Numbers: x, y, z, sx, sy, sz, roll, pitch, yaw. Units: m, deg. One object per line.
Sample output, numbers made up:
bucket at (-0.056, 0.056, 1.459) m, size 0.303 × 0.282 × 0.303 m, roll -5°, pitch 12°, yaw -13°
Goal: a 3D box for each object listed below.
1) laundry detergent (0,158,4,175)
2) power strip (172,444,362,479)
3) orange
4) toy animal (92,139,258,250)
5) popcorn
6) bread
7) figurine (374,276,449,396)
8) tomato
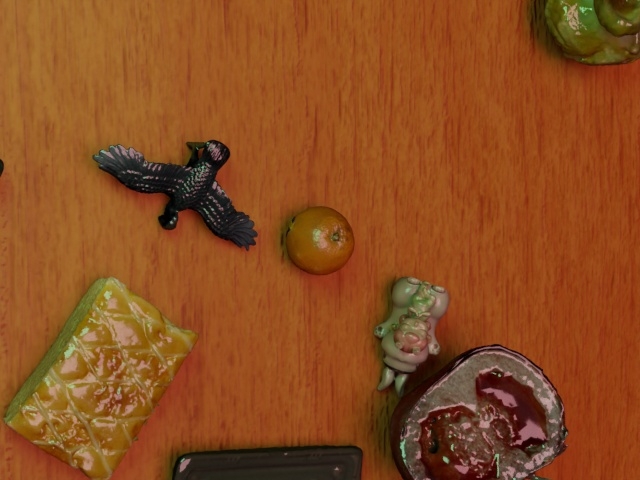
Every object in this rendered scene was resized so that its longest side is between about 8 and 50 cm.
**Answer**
laundry detergent at (-0.405, -0.113, 0.914) m, size 0.226 × 0.070 × 0.099 m, roll 33°, pitch 70°, yaw -28°
power strip at (-0.059, 0.368, 1.128) m, size 0.257 × 0.092 × 0.251 m, roll 5°, pitch 88°, yaw -33°
orange at (0.001, 0.000, 1.139) m, size 0.084 × 0.083 × 0.083 m, roll -2°, pitch 95°, yaw -29°
toy animal at (-0.142, -0.060, 1.065) m, size 0.220 × 0.062 × 0.108 m, roll 35°, pitch 77°, yaw -33°
popcorn at (0.386, -0.312, 1.266) m, size 0.198 × 0.212 × 0.197 m, roll 1°, pitch 102°, yaw 4°
bread at (-0.231, 0.144, 1.028) m, size 0.125 × 0.068 × 0.188 m, roll 39°, pitch 75°, yaw -25°
figurine at (0.100, 0.118, 1.201) m, size 0.098 × 0.081 × 0.146 m, roll 33°, pitch 76°, yaw -64°
tomato at (0.182, 0.239, 1.212) m, size 0.214 × 0.155 × 0.180 m, roll -31°, pitch 86°, yaw -16°
